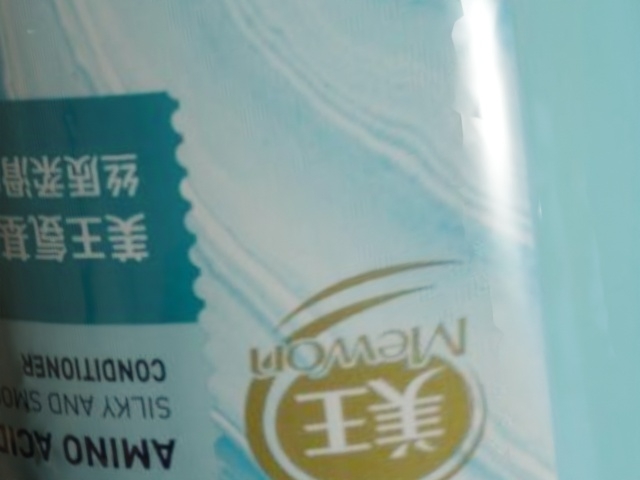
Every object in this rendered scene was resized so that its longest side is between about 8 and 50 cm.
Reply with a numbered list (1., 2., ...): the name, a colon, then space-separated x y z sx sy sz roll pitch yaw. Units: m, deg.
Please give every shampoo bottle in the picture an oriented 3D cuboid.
1. shampoo bottle: 0.000 0.000 0.776 0.331 0.331 0.343 19 -61 62
